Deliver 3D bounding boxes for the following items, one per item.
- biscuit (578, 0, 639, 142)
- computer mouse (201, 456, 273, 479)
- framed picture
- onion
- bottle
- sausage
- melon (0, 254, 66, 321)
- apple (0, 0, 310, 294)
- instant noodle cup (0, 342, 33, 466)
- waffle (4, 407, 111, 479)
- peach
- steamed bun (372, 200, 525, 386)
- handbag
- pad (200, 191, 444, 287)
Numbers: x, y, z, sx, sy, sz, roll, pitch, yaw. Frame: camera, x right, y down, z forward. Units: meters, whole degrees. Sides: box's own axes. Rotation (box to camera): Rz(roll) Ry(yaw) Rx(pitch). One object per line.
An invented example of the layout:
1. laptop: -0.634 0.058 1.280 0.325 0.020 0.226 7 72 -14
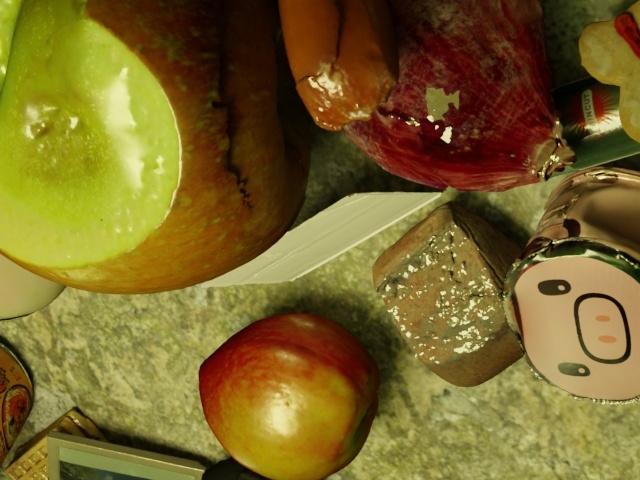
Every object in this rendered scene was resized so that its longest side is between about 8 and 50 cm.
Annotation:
1. biscuit: 0.326 -0.201 1.338 0.234 0.030 0.153 -42 61 23
2. computer mouse: -0.073 0.397 1.878 0.183 0.116 0.323 19 116 21
3. framed picture: -0.243 0.362 1.976 0.209 0.019 0.281 10 127 9
4. onion: 0.109 -0.147 1.423 0.283 0.120 0.227 40 119 27
5. bottle: 0.286 -0.120 1.422 0.286 0.082 0.082 -17 107 34
6. sausage: 0.004 -0.254 1.388 0.102 0.102 0.330 -24 61 35
7. melon: -0.374 -0.065 1.714 0.223 0.223 0.317 1 117 28
8. apple: -0.189 -0.127 1.481 0.374 0.374 0.384 18 160 19
9. instant noodle cup: -0.465 0.220 1.939 0.216 0.172 0.216 13 130 16
10. waffle: -0.325 0.285 1.994 0.102 0.042 0.148 49 126 -5
11. peach: -0.036 0.164 1.689 0.197 0.197 0.197 13 121 22
12. steamed bun: 0.143 0.057 1.581 0.175 0.106 0.145 51 127 -2
13. handbag: 0.271 0.043 1.481 0.179 0.116 0.205 2 129 28
14. pad: 0.000 0.000 1.603 0.232 0.156 0.004 -31 73 37
